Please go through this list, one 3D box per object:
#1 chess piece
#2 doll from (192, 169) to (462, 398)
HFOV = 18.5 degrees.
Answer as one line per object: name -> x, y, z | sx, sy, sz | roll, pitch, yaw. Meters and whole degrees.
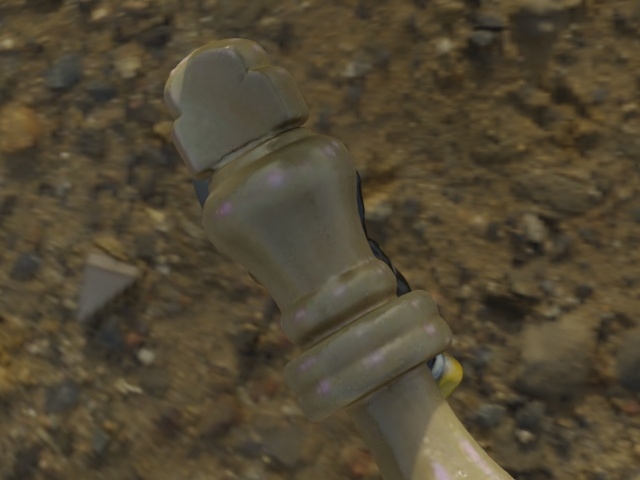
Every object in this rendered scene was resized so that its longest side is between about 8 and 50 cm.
chess piece -> 0.028, 0.062, 1.131 | 0.117, 0.117, 0.397 | -28, 85, -15
doll -> -0.001, -0.002, 1.401 | 0.316, 0.103, 0.145 | 47, 41, -33
